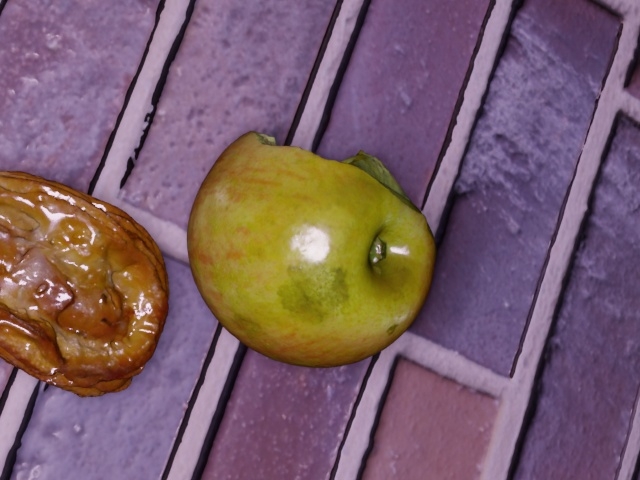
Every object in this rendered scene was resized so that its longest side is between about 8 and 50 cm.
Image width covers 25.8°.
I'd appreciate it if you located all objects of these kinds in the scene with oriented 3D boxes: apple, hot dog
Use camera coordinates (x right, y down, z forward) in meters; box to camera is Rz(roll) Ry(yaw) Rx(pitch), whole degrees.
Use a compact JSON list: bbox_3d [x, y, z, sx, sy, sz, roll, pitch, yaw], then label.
[{"bbox_3d":[0.000,0.000,1.364,0.246,0.226,0.246,1,87,-31],"label":"apple"},{"bbox_3d":[-0.255,0.036,1.283,0.259,0.114,0.175,28,73,-25],"label":"hot dog"}]
